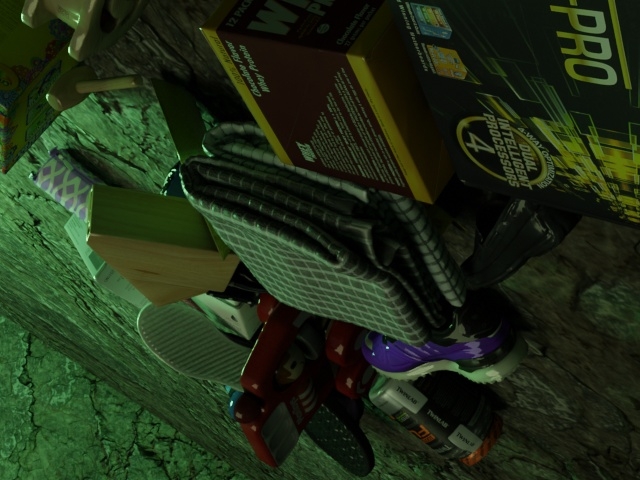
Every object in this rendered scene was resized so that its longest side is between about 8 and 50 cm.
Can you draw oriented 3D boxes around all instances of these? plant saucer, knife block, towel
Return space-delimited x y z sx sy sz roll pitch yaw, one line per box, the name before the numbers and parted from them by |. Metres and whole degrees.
plant saucer | -0.155 -0.101 1.413 0.188 0.045 0.188 -116 6 -46
knife block | -0.159 -0.003 1.514 0.242 0.088 0.276 -19 142 16
towel | 0.000 0.000 1.200 0.283 0.121 0.235 20 157 38

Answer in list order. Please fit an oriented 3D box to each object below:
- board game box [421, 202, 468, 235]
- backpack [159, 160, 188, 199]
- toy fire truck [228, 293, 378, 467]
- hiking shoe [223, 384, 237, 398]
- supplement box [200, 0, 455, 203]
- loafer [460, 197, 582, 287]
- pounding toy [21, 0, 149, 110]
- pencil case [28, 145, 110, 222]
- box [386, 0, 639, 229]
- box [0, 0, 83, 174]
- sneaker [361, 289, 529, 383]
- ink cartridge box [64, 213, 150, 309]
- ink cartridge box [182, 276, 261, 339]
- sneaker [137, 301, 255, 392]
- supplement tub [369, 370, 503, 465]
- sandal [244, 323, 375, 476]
board game box | 0.051 -0.085 1.212 0.259 0.039 0.124 35 -176 -5
backpack | -0.189 -0.056 1.595 0.101 0.098 0.120 15 140 -4
toy fire truck | -0.040 0.205 1.700 0.169 0.254 0.302 26 156 23
hiking shoe | -0.146 0.290 2.149 0.132 0.113 0.304 57 168 -30
supplement box | 0.030 -0.161 1.015 0.194 0.129 0.191 17 152 38
loafer | 0.200 -0.010 1.160 0.078 0.076 0.223 45 157 3
pounding toy | -0.215 -0.260 1.176 0.155 0.154 0.269 35 139 1
pencil case | -0.398 -0.079 1.886 0.206 0.086 0.088 36 131 -4
box | 0.205 -0.162 0.803 0.318 0.097 0.395 16 151 34
box | -0.488 -0.279 1.478 0.290 0.177 0.279 37 159 -4
sneaker | 0.139 0.108 1.466 0.146 0.102 0.293 49 150 -21
ink cartridge box | -0.334 0.059 1.978 0.239 0.060 0.275 35 -177 -31
ink cartridge box | -0.173 0.041 1.766 0.172 0.100 0.237 28 158 18
sneaker | -0.202 0.184 1.871 0.282 0.102 0.161 33 177 -21
supplement tub | 0.179 0.252 1.660 0.190 0.117 0.117 38 158 -5
sandal | -0.006 0.249 1.977 0.167 0.107 0.446 1 128 57
